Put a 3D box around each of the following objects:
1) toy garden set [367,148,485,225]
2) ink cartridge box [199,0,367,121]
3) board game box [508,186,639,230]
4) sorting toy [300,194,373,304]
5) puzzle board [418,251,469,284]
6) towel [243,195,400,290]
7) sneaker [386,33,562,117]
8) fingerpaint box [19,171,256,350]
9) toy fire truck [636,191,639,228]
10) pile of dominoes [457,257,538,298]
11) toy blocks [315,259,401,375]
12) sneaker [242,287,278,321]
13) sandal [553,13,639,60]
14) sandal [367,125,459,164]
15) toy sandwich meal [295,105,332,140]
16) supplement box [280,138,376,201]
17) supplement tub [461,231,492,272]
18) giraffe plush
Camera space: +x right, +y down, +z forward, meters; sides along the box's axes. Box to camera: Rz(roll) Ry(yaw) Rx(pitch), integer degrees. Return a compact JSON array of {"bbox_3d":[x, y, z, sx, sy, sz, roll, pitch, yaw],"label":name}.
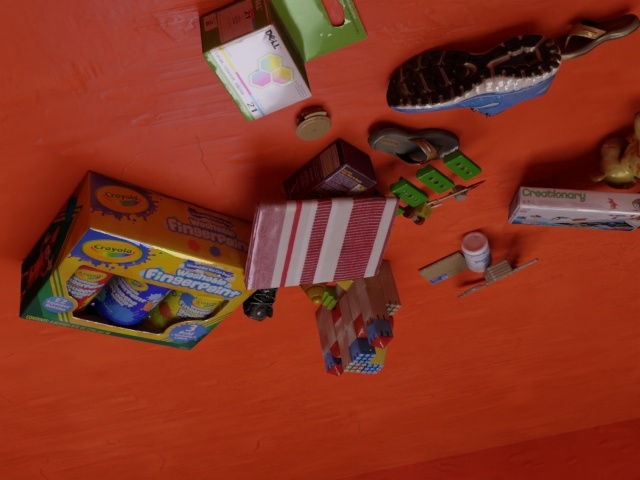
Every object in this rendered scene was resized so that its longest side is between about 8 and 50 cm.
[{"bbox_3d":[0.250,-0.121,1.710,0.244,0.049,0.204,-27,150,26],"label":"toy garden set"},{"bbox_3d":[-0.056,-0.341,1.316,0.255,0.097,0.189,-19,144,12],"label":"ink cartridge box"},{"bbox_3d":[0.613,-0.073,1.789,0.306,0.053,0.193,4,170,7],"label":"board game box"},{"bbox_3d":[0.050,0.041,1.856,0.127,0.126,0.365,14,138,-32],"label":"sorting toy"},{"bbox_3d":[0.347,0.077,2.091,0.128,0.011,0.096,-27,143,22],"label":"puzzle board"},{"bbox_3d":[0.000,0.000,1.663,0.329,0.037,0.237,-4,131,-22],"label":"towel"},{"bbox_3d":[0.293,-0.288,1.458,0.330,0.129,0.147,-7,153,10],"label":"sneaker"},{"bbox_3d":[-0.402,0.072,1.733,0.445,0.163,0.371,18,134,-36],"label":"fingerpaint box"},{"bbox_3d":[0.929,-0.084,1.837,0.254,0.302,0.169,-34,104,-16],"label":"toy fire truck"},{"bbox_3d":[0.477,0.092,2.070,0.196,0.040,0.251,-24,171,-3],"label":"pile of dominoes"},{"bbox_3d":[0.105,0.235,2.025,0.191,0.260,0.381,7,141,-25],"label":"toy blocks"},{"bbox_3d":[-0.132,0.122,1.912,0.087,0.130,0.227,19,133,-27],"label":"sneaker"},{"bbox_3d":[0.514,-0.398,1.432,0.180,0.072,0.049,-20,129,9],"label":"sandal"},{"bbox_3d":[0.204,-0.198,1.618,0.219,0.060,0.090,5,142,-31],"label":"sandal"},{"bbox_3d":[-0.016,-0.237,1.534,0.086,0.029,0.085,-15,154,-7],"label":"toy sandwich meal"},{"bbox_3d":[0.016,-0.125,1.652,0.188,0.080,0.104,-35,138,30],"label":"supplement box"},{"bbox_3d":[0.414,0.031,1.994,0.071,0.071,0.107,-19,144,10],"label":"supplement tub"},{"bbox_3d":[0.714,-0.187,1.715,0.181,0.210,0.170,20,162,-30],"label":"giraffe plush"}]
